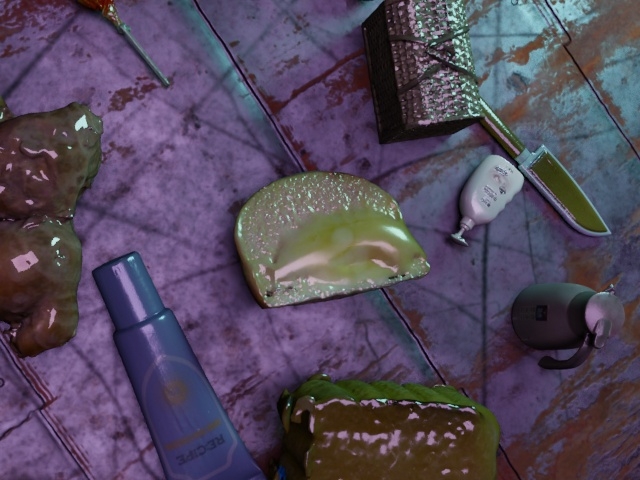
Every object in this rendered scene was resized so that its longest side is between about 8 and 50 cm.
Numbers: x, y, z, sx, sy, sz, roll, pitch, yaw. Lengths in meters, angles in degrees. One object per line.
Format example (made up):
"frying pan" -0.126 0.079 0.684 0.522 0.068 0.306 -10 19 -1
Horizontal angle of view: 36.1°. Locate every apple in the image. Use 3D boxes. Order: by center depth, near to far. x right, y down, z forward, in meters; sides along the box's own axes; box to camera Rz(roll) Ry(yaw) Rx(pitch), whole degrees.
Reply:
"apple" 0.000 0.000 1.407 0.265 0.120 0.193 -12 75 -20

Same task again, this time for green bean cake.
"green bean cake" 0.072 0.332 1.365 0.310 0.202 0.284 10 94 -14

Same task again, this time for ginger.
"ginger" -0.397 -0.035 1.272 0.256 0.176 0.375 -7 88 1

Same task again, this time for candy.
"candy" -0.278 -0.300 1.392 0.060 0.060 0.201 -41 103 -16

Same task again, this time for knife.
"knife" 0.346 -0.126 1.563 0.343 0.027 0.061 47 70 -7

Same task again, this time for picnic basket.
"picnic basket" 0.155 -0.255 1.454 0.134 0.154 0.196 -7 86 -17

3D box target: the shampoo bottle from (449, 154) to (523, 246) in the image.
"shampoo bottle" 0.246 -0.057 1.518 0.077 0.045 0.152 41 76 -9

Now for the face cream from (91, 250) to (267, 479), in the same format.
"face cream" -0.203 0.202 1.346 0.136 0.086 0.385 -25 97 -18

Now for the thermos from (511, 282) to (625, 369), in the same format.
"thermos" 0.370 0.128 1.459 0.105 0.193 0.137 27 79 -13
